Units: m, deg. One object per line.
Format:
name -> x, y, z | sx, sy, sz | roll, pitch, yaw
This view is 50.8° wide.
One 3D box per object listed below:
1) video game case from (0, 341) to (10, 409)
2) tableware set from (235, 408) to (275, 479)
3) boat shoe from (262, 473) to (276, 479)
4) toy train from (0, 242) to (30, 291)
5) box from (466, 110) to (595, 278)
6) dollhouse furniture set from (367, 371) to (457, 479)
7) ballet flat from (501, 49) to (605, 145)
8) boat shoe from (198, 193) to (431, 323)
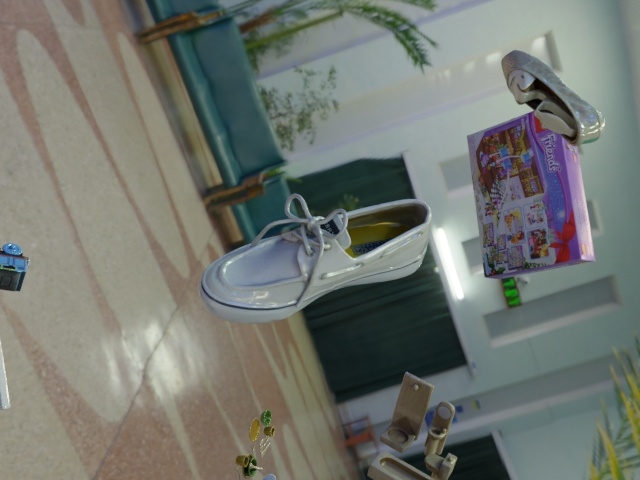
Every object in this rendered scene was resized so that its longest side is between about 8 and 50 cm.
video game case -> -0.686, 0.247, 1.328 | 0.022, 0.173, 0.190 | -1, 78, -62
tableware set -> -0.130, 0.421, 1.386 | 0.154, 0.024, 0.104 | -41, 128, -62
boat shoe -> -0.119, 0.555, 1.457 | 0.035, 0.035, 0.100 | 102, 0, -78
toy train -> -0.731, 0.048, 1.467 | 0.184, 0.080, 0.105 | 14, 29, -30
box -> 0.389, -0.087, 1.268 | 0.057, 0.201, 0.293 | 6, 75, -41
dollhouse furniture set -> 0.164, 0.336, 1.149 | 0.151, 0.144, 0.123 | -26, 134, -54
ballet flat -> 0.269, -0.175, 0.815 | 0.168, 0.052, 0.057 | 49, -25, 31
boat shoe -> 0.005, 0.006, 0.967 | 0.156, 0.367, 0.136 | 102, -29, -48
